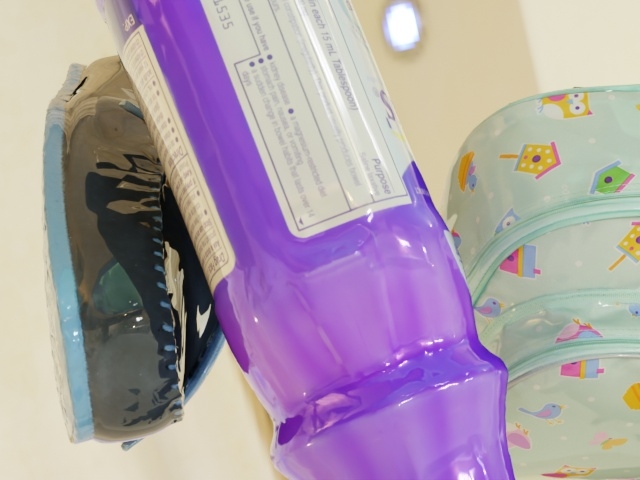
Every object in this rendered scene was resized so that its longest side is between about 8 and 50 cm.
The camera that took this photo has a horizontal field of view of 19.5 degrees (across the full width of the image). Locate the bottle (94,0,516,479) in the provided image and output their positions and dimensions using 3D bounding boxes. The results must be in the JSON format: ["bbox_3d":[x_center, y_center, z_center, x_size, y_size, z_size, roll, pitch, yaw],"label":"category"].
[{"bbox_3d":[0.000,0.000,0.688,0.092,0.283,0.118,-22,169,-1],"label":"bottle"}]

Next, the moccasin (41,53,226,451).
[{"bbox_3d":[-0.063,-0.023,0.836,0.117,0.138,0.342,-1,-155,-4],"label":"moccasin"}]

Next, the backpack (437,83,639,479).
[{"bbox_3d":[0.129,0.024,0.840,0.166,0.144,0.188,3,135,-8],"label":"backpack"}]
